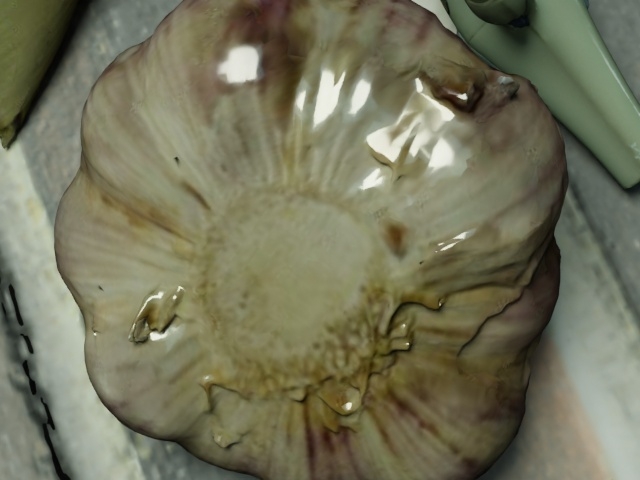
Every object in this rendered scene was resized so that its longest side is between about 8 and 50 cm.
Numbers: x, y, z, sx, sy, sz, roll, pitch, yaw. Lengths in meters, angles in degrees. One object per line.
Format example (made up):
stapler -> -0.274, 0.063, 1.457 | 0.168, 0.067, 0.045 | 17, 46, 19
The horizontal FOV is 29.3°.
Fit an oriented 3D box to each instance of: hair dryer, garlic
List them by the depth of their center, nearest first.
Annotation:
garlic -> 0.000, 0.000, 0.559 | 0.245, 0.160, 0.245 | 2, 104, 9
hair dryer -> 0.110, -0.083, 0.567 | 0.067, 0.199, 0.167 | -41, 99, 16

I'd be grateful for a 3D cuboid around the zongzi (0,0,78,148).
zongzi -> -0.132, -0.231, 0.570 | 0.154, 0.289, 0.317 | -1, 79, -13
